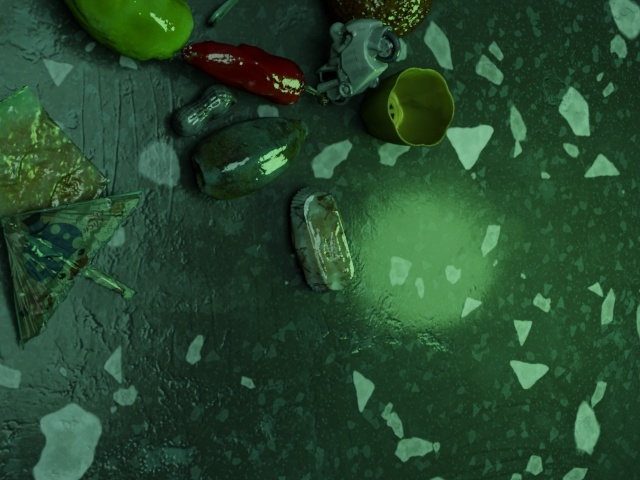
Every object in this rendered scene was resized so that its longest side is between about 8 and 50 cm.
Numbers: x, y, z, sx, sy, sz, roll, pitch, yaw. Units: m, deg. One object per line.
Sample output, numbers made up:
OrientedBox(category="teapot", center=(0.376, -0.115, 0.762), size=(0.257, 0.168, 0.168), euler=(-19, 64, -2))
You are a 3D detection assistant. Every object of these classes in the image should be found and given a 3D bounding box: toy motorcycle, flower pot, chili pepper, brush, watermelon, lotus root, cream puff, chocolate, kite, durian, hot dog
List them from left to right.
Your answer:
OrientedBox(category="watermelon", center=(-0.607, -0.130, 1.614), size=(0.264, 0.151, 0.302), euler=(-54, 135, -18))
OrientedBox(category="kite", center=(-0.505, 0.042, 1.674), size=(0.406, 0.014, 0.368), euler=(-53, 137, -5))
OrientedBox(category="durian", center=(-0.396, -0.508, 1.669), size=(0.255, 0.204, 0.340), euler=(-35, 110, -36))
OrientedBox(category="chocolate", center=(-0.256, -0.290, 1.833), size=(0.167, 0.072, 0.072), euler=(-41, 111, -19))
OrientedBox(category="brush", center=(-0.166, -0.600, 1.878), size=(0.060, 0.068, 0.297), euler=(43, 73, -4))
OrientedBox(category="chili pepper", center=(-0.141, -0.372, 1.853), size=(0.387, 0.110, 0.110), euler=(9, 89, -43))
OrientedBox(category="lotus root", center=(-0.139, -0.202, 1.867), size=(0.322, 0.140, 0.158), euler=(-29, 106, -28))
OrientedBox(category="hot dog", center=(0.000, 0.000, 1.995), size=(0.144, 0.075, 0.268), euler=(-17, 104, -23))
OrientedBox(category="toy motorcycle", center=(0.076, -0.431, 1.921), size=(0.110, 0.260, 0.171), euler=(-26, 83, -42))
OrientedBox(category="cream puff", center=(0.151, -0.626, 1.967), size=(0.302, 0.212, 0.303), euler=(0, 89, -27))
OrientedBox(category="flower pot", center=(0.200, -0.318, 2.029), size=(0.195, 0.179, 0.195), euler=(-1, 93, -28))
